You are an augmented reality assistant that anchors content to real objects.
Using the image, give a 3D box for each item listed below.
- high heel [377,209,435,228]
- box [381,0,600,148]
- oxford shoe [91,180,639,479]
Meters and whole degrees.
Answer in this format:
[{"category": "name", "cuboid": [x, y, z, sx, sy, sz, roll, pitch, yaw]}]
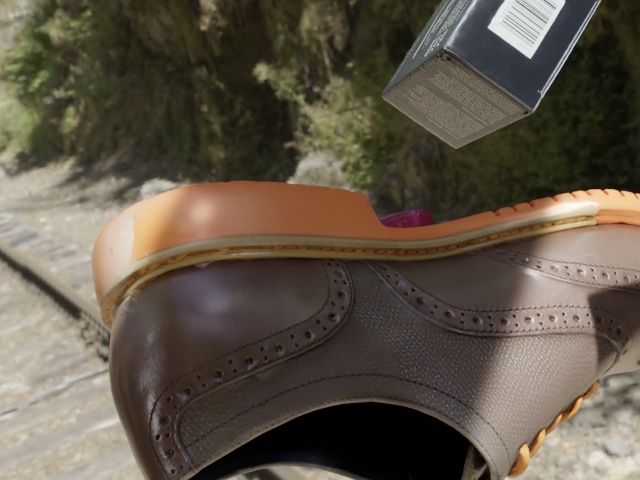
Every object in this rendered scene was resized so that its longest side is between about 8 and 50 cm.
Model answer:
[{"category": "high heel", "cuboid": [0.000, 0.000, 0.921, 0.127, 0.181, 0.377, -11, 26, -32]}, {"category": "box", "cuboid": [0.169, -0.198, 1.012, 0.153, 0.108, 0.207, -58, 8, -10]}, {"category": "oxford shoe", "cuboid": [0.079, 0.060, 0.473, 0.364, 0.132, 0.130, 0, -33, -21]}]
